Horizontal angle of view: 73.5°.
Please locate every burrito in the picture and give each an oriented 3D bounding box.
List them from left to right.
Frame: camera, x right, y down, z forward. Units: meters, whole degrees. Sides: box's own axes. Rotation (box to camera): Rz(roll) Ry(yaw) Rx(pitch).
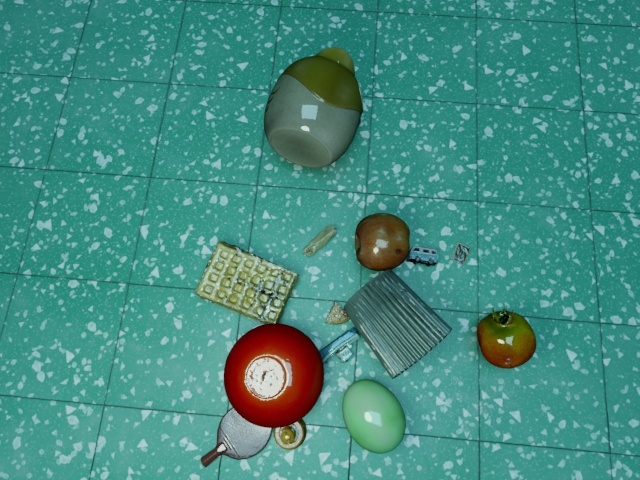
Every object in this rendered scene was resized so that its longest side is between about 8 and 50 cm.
[{"bbox_3d":[0.000,0.000,1.874,0.188,0.045,0.058,-42,85,-11],"label":"burrito"}]

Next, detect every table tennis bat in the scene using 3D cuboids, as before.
[{"bbox_3d":[-0.330,0.770,1.679,0.310,0.038,0.200,-36,76,-8],"label":"table tennis bat"}]

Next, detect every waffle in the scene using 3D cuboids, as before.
[{"bbox_3d":[-0.305,0.186,1.795,0.377,0.114,0.260,23,76,7],"label":"waffle"}]

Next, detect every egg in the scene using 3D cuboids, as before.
[{"bbox_3d":[0.196,0.655,1.605,0.220,0.220,0.269,-34,76,-8],"label":"egg"}]

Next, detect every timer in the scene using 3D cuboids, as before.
[{"bbox_3d":[-0.174,0.504,1.615,0.379,0.279,0.377,-2,74,6],"label":"timer"},{"bbox_3d":[-0.122,0.736,1.625,0.132,0.152,0.131,0,75,1],"label":"timer"}]

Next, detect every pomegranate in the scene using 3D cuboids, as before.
[{"bbox_3d":[0.718,0.369,1.661,0.221,0.256,0.220,-13,31,8],"label":"pomegranate"}]

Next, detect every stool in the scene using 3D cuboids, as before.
[{"bbox_3d":[0.288,0.311,1.669,0.297,0.297,0.330,-37,73,-8],"label":"stool"}]

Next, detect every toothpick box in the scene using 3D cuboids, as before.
[{"bbox_3d":[-0.016,-0.563,1.842,0.409,0.409,0.425,16,71,5],"label":"toothpick box"}]

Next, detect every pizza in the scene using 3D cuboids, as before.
[{"bbox_3d":[0.079,0.316,1.801,0.099,0.029,0.100,23,79,-1],"label":"pizza"}]

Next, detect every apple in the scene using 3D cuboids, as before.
[{"bbox_3d":[0.260,0.009,1.767,0.254,0.253,0.253,0,75,1],"label":"apple"}]

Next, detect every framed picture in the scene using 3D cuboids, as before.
[{"bbox_3d":[0.611,0.058,1.867,0.066,0.006,0.089,28,78,8],"label":"framed picture"}]

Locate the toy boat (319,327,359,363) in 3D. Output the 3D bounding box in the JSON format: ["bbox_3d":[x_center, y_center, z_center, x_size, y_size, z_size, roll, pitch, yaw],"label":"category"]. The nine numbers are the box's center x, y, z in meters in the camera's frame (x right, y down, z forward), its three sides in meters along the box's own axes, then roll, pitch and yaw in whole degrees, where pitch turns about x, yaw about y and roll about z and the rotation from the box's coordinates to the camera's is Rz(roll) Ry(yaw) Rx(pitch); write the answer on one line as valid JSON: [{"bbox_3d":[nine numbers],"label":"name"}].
[{"bbox_3d":[0.081,0.448,1.732,0.215,0.088,0.102,-34,81,-9],"label":"toy boat"}]

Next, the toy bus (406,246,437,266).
[{"bbox_3d":[0.437,0.065,1.842,0.123,0.060,0.074,10,71,2],"label":"toy bus"}]
